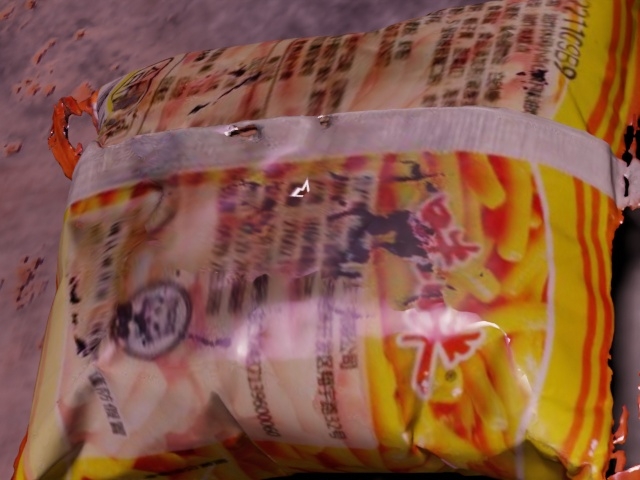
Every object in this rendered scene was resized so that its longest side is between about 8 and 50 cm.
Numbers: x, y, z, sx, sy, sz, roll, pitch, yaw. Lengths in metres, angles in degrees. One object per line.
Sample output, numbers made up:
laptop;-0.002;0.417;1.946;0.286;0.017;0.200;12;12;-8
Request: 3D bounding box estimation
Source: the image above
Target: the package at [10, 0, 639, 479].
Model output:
package;0.000;0.006;0.701;0.288;0.108;0.223;-11;51;25
